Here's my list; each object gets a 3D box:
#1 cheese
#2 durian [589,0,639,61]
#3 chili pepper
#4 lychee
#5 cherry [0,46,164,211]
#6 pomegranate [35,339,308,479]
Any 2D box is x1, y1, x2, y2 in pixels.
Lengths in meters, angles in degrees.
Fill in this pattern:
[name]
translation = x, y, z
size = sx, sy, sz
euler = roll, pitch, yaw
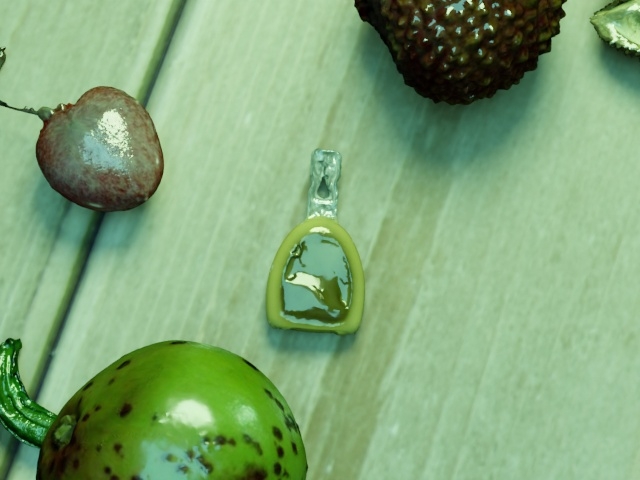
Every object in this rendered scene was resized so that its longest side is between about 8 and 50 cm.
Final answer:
[cheese]
translation = 0.000, 0.000, 1.101
size = 0.086, 0.036, 0.163
euler = 5, 82, 2
[durian]
translation = 0.309, -0.210, 1.101
size = 0.140, 0.071, 0.110
euler = -26, 75, 14
[chili pepper]
translation = -0.256, 0.144, 1.095
size = 0.055, 0.035, 0.118
euler = -35, 72, -18
[lychee]
translation = 0.123, -0.209, 1.060
size = 0.188, 0.188, 0.188
euler = 0, 81, 3
[cherry]
translation = -0.221, -0.110, 1.107
size = 0.107, 0.090, 0.225
euler = -47, 73, 7
[pomegranate]
translation = -0.095, 0.224, 0.989
size = 0.231, 0.231, 0.286
euler = -39, 94, -3
